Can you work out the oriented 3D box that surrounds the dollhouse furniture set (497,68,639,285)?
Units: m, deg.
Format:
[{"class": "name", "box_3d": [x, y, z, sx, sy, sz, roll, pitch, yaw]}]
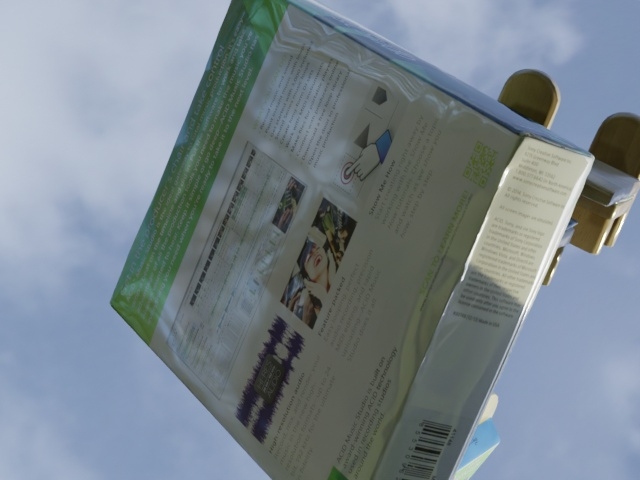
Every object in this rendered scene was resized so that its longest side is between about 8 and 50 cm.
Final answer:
[{"class": "dollhouse furniture set", "box_3d": [0.184, -0.056, 1.117, 0.242, 0.212, 0.161, 27, -73, 18]}]

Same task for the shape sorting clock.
[{"class": "shape sorting clock", "box_3d": [0.062, 0.191, 1.308, 0.040, 0.206, 0.206, 42, -67, 13]}]

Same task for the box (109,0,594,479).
[{"class": "box", "box_3d": [0.000, 0.000, 1.003, 0.322, 0.058, 0.232, 39, -71, 53]}]
